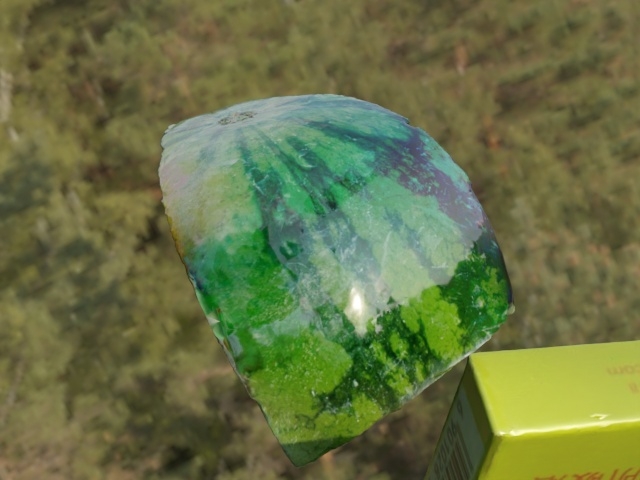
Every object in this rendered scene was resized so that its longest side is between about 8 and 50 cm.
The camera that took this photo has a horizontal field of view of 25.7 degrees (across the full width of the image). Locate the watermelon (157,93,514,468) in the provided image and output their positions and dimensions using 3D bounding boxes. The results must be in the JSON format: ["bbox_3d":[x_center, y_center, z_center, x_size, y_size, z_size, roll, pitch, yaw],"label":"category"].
[{"bbox_3d":[0.008,-0.010,0.755,0.146,0.231,0.128,-29,-17,10],"label":"watermelon"}]

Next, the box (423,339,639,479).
[{"bbox_3d":[0.122,0.165,0.664,0.187,0.335,0.047,-3,49,-15],"label":"box"}]
